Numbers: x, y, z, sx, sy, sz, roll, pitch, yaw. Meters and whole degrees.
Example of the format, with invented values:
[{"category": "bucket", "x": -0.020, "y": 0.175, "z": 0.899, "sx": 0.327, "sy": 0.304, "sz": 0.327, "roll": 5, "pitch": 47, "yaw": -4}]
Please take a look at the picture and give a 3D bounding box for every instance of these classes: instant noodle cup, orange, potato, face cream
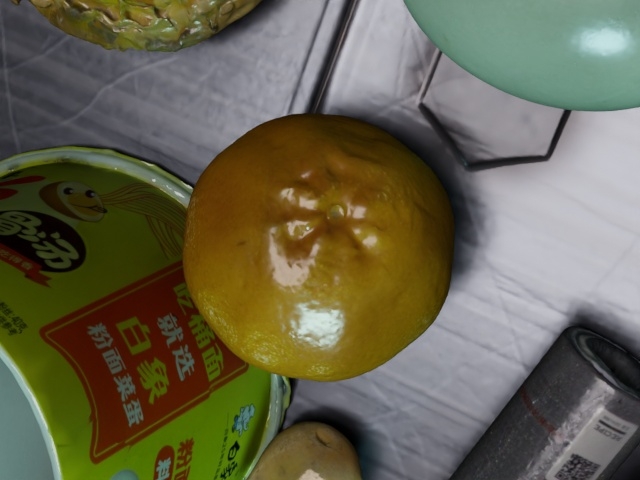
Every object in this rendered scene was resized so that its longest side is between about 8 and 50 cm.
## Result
[{"category": "instant noodle cup", "x": -0.195, "y": 0.102, "z": 0.669, "sx": 0.311, "sy": 0.221, "sz": 0.311, "roll": 4, "pitch": 103, "yaw": 18}, {"category": "orange", "x": 0.000, "y": 0.000, "z": 0.616, "sx": 0.159, "sy": 0.136, "sz": 0.159, "roll": 1, "pitch": 74, "yaw": -5}, {"category": "potato", "x": -0.013, "y": 0.159, "z": 0.703, "sx": 0.083, "sy": 0.062, "sz": 0.068, "roll": -36, "pitch": 58, "yaw": -13}, {"category": "face cream", "x": 0.099, "y": 0.180, "z": 0.663, "sx": 0.073, "sy": 0.073, "sz": 0.283, "roll": 36, "pitch": 110, "yaw": 9}]

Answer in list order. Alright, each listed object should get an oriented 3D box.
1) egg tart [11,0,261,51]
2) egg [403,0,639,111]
[{"category": "egg tart", "x": -0.128, "y": -0.257, "z": 0.626, "sx": 0.294, "sy": 0.123, "sz": 0.294, "roll": 3, "pitch": 100, "yaw": 19}, {"category": "egg", "x": 0.127, "y": -0.143, "z": 0.546, "sx": 0.192, "sy": 0.149, "sz": 0.149, "roll": 21, "pitch": 107, "yaw": 24}]
